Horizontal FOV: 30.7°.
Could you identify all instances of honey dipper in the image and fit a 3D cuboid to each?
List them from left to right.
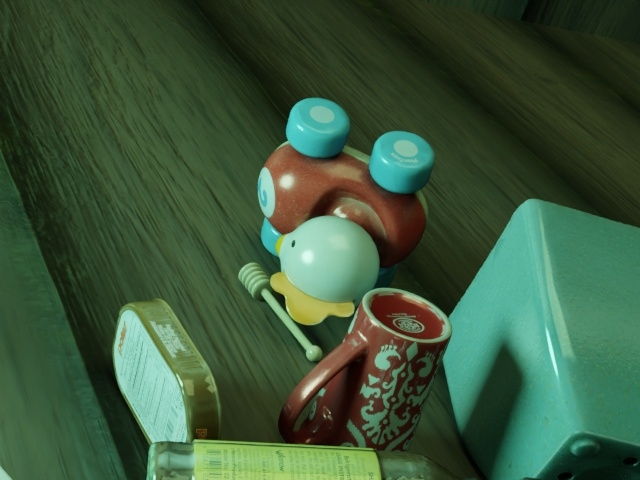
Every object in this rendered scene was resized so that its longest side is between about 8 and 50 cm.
[{"bbox_3d":[-0.045,0.084,1.337,0.030,0.030,0.160,-2,37,-37],"label":"honey dipper"}]

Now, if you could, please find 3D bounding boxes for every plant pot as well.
[{"bbox_3d":[0.284,0.152,1.210,0.248,0.247,0.252,14,44,-11],"label":"plant pot"}]

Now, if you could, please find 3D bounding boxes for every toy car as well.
[{"bbox_3d":[0.000,0.000,1.360,0.210,0.219,0.238,23,45,6],"label":"toy car"}]

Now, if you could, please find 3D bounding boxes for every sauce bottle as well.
[{"bbox_3d":[0.027,0.226,0.968,0.345,0.111,0.111,4,29,-7],"label":"sauce bottle"}]

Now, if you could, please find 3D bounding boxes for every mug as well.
[{"bbox_3d":[0.049,0.145,1.124,0.113,0.169,0.150,30,28,18],"label":"mug"}]

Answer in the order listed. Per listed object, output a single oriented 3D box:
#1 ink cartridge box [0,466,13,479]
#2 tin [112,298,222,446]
[{"bbox_3d":[-0.313,0.187,0.817,0.235,0.056,0.171,39,31,27],"label":"ink cartridge box"},{"bbox_3d":[-0.147,0.131,1.086,0.040,0.106,0.189,0,32,-34],"label":"tin"}]
